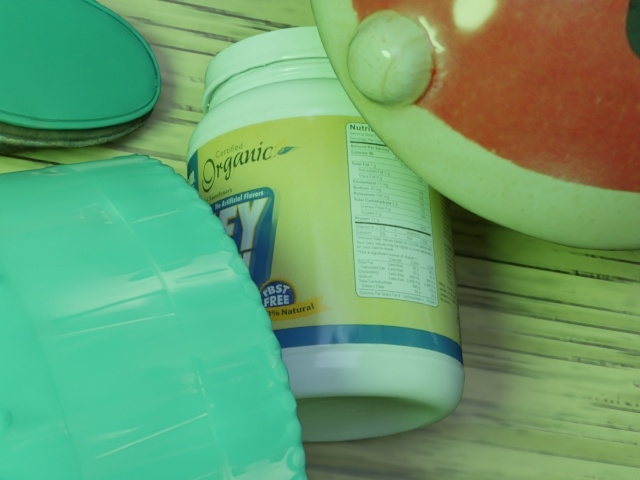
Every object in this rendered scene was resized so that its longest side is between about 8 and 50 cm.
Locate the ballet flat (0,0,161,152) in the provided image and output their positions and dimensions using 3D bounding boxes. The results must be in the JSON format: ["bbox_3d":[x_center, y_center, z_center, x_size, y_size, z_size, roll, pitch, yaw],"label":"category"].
[{"bbox_3d":[-0.233,-0.098,0.798,0.316,0.106,0.107,5,74,-46],"label":"ballet flat"}]

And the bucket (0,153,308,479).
[{"bbox_3d":[-0.141,0.095,0.678,0.183,0.281,0.281,-14,74,-27],"label":"bucket"}]

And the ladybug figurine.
[{"bbox_3d":[0.178,-0.159,0.815,0.449,0.162,0.305,-32,84,-44],"label":"ladybug figurine"}]

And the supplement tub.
[{"bbox_3d":[0.000,0.000,0.805,0.144,0.144,0.200,0,71,-11],"label":"supplement tub"}]
